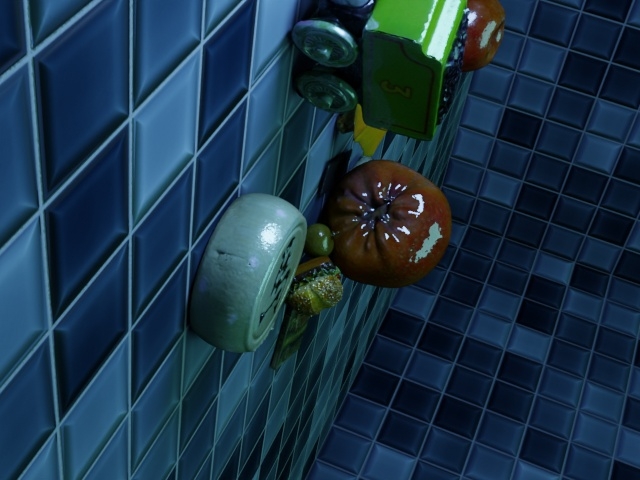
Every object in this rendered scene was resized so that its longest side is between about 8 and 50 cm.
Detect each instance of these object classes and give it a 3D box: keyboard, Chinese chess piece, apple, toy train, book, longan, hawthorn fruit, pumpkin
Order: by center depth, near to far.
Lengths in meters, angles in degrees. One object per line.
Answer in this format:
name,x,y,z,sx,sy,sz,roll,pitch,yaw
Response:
toy train,0.094,-0.294,1.547,0.307,0.249,0.173,85,24,-65
Chinese chess piece,-0.108,0.050,1.556,0.250,0.101,0.250,21,90,-80
pumpkin,0.110,-0.300,1.991,0.248,0.126,0.131,-54,165,8
longan,0.000,0.000,2.056,0.075,0.083,0.075,-18,90,-87
keyboard,0.032,-0.146,2.132,0.196,0.015,0.074,-41,153,-68
hawthorn fruit,0.149,-0.021,2.167,0.298,0.277,0.276,31,79,-64
book,-0.051,0.162,2.251,0.160,0.024,0.228,-33,142,-69
apple,0.348,-0.529,2.528,0.218,0.201,0.218,-55,159,-33

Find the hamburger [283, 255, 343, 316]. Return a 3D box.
hamburger,-0.016,0.104,2.068,0.137,0.087,0.166,-25,161,-1

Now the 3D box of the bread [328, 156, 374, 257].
bread,0.068,-0.073,2.368,0.267,0.041,0.266,20,90,-79
